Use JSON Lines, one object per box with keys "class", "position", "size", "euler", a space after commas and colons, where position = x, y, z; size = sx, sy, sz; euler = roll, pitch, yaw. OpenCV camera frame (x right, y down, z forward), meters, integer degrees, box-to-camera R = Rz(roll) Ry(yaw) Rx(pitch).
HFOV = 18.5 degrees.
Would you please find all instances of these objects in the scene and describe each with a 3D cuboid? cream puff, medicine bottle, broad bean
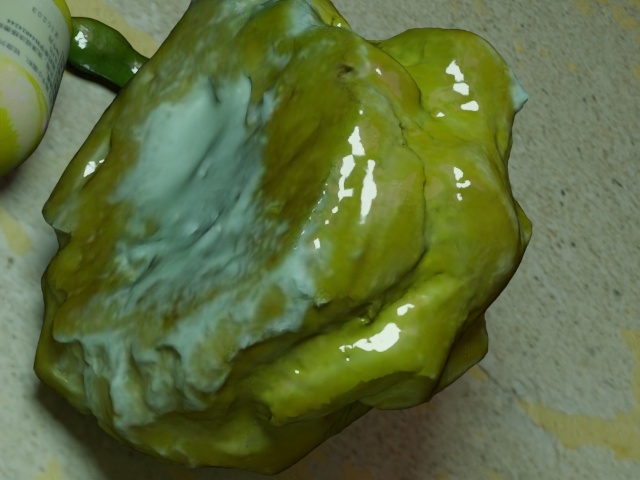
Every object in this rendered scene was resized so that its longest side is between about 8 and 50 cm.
{"class": "cream puff", "position": [0.000, 0.000, 1.347], "size": [0.275, 0.378, 0.378], "euler": [38, 37, -39]}
{"class": "medicine bottle", "position": [-0.249, -0.093, 1.369], "size": [0.122, 0.122, 0.212], "euler": [27, 44, -19]}
{"class": "broad bean", "position": [-0.112, -0.114, 1.554], "size": [0.256, 0.053, 0.052], "euler": [29, 81, -16]}
